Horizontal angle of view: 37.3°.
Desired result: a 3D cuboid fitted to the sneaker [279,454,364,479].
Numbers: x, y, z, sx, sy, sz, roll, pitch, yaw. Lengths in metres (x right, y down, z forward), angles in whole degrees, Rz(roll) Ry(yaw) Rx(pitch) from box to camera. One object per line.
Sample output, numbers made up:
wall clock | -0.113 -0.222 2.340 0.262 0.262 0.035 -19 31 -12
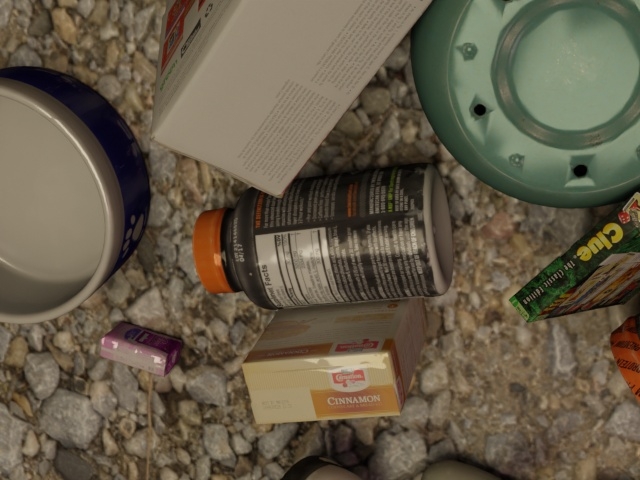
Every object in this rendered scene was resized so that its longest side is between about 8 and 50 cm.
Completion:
sneaker | 0.136 0.408 0.990 0.257 0.169 0.447 -7 121 49

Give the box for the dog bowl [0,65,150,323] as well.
dog bowl | -0.323 -0.050 1.018 0.265 0.104 0.264 5 112 13

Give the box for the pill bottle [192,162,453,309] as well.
pill bottle | 0.000 0.000 0.938 0.246 0.130 0.130 -5 109 17

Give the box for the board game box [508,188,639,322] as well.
board game box | 0.266 0.012 0.810 0.136 0.260 0.030 -48 66 25

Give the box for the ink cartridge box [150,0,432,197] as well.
ink cartridge box | -0.012 -0.245 0.796 0.130 0.271 0.309 23 126 -25

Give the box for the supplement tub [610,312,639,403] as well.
supplement tub | 0.422 0.050 0.810 0.193 0.193 0.316 45 115 -5

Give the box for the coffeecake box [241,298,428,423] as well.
coffeecake box | 0.021 0.103 0.940 0.142 0.185 0.068 -7 109 17

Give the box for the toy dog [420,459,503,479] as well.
toy dog | 0.269 0.328 0.975 0.334 0.161 0.220 -9 108 18

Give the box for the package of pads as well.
package of pads | -0.205 0.123 1.083 0.083 0.050 0.032 17 114 9

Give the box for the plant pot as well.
plant pot | 0.204 -0.157 0.765 0.293 0.235 0.293 5 112 13
